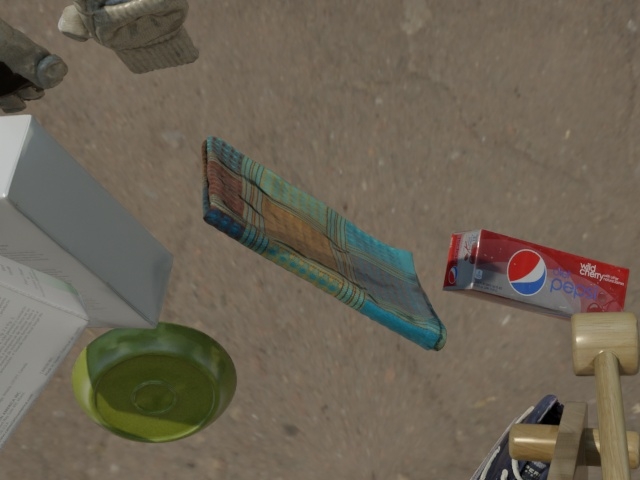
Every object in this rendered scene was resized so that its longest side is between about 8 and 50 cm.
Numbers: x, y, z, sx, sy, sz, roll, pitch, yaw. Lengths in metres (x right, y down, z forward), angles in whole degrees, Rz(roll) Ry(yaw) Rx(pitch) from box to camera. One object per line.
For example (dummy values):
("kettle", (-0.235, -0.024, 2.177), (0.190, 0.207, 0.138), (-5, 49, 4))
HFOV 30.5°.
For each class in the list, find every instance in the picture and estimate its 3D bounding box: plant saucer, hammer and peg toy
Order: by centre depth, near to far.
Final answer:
("hammer and peg toy", (0.216, 0.257, 1.045), (0.127, 0.266, 0.361), (1, 106, 17))
("plant saucer", (-0.241, 0.219, 1.712), (0.241, 0.241, 0.037), (-10, 38, 0))

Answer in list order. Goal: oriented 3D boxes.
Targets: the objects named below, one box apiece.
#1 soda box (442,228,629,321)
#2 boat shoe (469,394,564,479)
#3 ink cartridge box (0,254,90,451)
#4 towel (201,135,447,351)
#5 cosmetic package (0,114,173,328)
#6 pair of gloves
("soda box", (0.312, 0.056, 1.695), (0.263, 0.083, 0.092), (15, 80, -23))
("boat shoe", (0.272, 0.371, 1.705), (0.127, 0.158, 0.340), (29, 62, 6))
("ink cartridge box", (-0.296, 0.077, 0.798), (0.181, 0.225, 0.056), (-54, 40, 9))
("towel", (0.000, 0.000, 1.598), (0.370, 0.271, 0.040), (31, 108, -19))
("cosmetic package", (-0.383, -0.008, 1.202), (0.377, 0.284, 0.097), (0, 65, 22))
("pair of gloves", (-0.236, -0.182, 1.078), (0.240, 0.204, 0.042), (-12, 73, -2))
